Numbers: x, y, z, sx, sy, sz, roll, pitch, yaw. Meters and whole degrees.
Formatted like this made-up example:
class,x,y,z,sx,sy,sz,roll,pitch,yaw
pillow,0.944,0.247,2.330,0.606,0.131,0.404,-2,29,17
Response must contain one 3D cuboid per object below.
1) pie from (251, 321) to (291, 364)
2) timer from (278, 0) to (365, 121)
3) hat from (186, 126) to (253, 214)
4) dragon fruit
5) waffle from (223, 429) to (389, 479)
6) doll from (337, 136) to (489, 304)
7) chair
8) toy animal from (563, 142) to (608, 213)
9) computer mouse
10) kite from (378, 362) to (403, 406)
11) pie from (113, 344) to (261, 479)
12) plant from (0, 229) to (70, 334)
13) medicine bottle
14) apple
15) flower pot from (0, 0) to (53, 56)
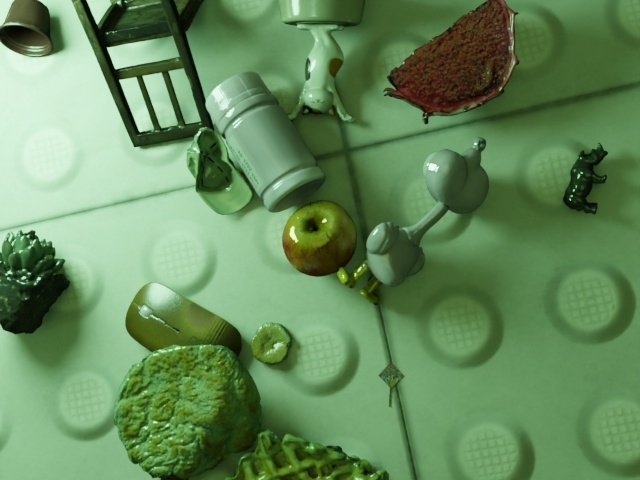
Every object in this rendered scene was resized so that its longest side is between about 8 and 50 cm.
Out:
class,x,y,z,sx,sy,sz,roll,pitch,yaw
pie,-0.096,0.200,1.263,0.085,0.020,0.084,-1,83,6
timer,0.001,-0.364,1.263,0.175,0.175,0.265,2,103,8
hat,-0.196,-0.136,1.278,0.166,0.081,0.122,45,115,-8
dragon fruit,0.261,-0.315,1.227,0.274,0.126,0.161,-35,91,12
waffle,-0.035,0.511,1.198,0.317,0.073,0.297,19,86,6
doll,0.188,-0.039,1.189,0.365,0.160,0.094,-53,43,1
chair,-0.338,-0.436,1.291,0.203,0.416,0.240,-9,39,6
toy animal,0.497,-0.119,1.207,0.065,0.047,0.135,18,92,17
computer mouse,-0.272,0.176,1.271,0.245,0.056,0.125,29,88,11
kite,0.128,0.272,1.235,0.044,0.002,0.078,23,87,9
pie,-0.249,0.317,1.210,0.275,0.105,0.257,-30,99,4
plant,-0.583,0.081,1.284,0.132,0.129,0.194,23,91,7
medicine bottle,-0.107,-0.188,1.247,0.133,0.133,0.249,-33,83,3
apple,0.000,0.000,1.223,0.147,0.146,0.146,-1,84,7
flower pot,-0.613,-0.455,1.364,0.111,0.111,0.089,-1,69,7
